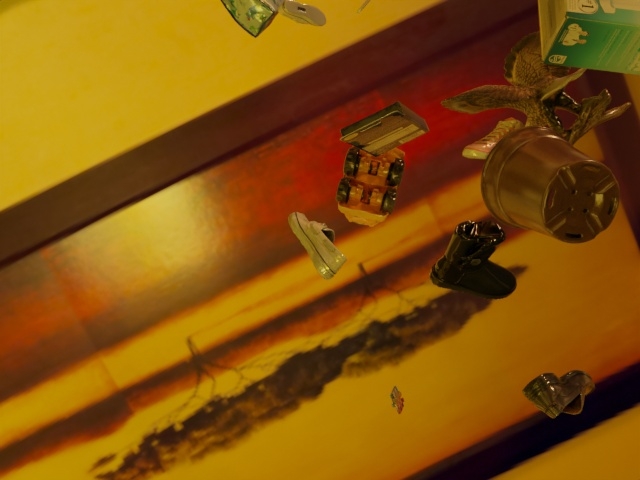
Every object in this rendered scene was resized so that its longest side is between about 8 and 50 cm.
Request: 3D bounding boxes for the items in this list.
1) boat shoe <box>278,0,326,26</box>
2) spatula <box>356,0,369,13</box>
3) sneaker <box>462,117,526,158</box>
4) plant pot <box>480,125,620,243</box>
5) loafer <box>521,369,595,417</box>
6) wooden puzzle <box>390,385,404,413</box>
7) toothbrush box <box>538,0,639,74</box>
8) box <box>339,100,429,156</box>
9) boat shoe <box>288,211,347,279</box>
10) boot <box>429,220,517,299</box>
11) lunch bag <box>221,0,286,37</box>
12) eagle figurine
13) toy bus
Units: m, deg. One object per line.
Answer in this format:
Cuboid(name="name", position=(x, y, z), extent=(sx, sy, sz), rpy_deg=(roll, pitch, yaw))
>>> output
Cuboid(name="boat shoe", position=(-0.036, -0.433, 1.727), extent=(0.100, 0.035, 0.035), rpy_deg=(8, 166, -34))
Cuboid(name="spatula", position=(0.163, -0.630, 2.099), extent=(0.168, 0.019, 0.242), rpy_deg=(-44, -172, 45))
Cuboid(name="sneaker", position=(0.282, -0.163, 1.444), extent=(0.134, 0.070, 0.051), rpy_deg=(-2, -171, -34))
Cuboid(name="plant pot", position=(0.350, -0.075, 1.350), extent=(0.167, 0.167, 0.165), rpy_deg=(-28, -158, -5))
Cuboid(name="loafer", position=(0.364, 0.233, 1.334), extent=(0.170, 0.061, 0.062), rpy_deg=(1, 136, -46))
Cuboid(name="wooden puzzle", position=(0.176, 0.364, 2.056), extent=(0.006, 0.049, 0.083), rpy_deg=(-22, -169, 21))
Cuboid(name="toothbrush box", position=(0.525, -0.400, 1.501), extent=(0.296, 0.216, 0.126), rpy_deg=(5, 154, -4))
Cuboid(name="box", position=(0.131, -0.232, 1.870), extent=(0.136, 0.036, 0.225), rpy_deg=(-24, 168, 19))
Cuboid(name="boat shoe", position=(0.000, 0.000, 2.054), extent=(0.076, 0.083, 0.226), rpy_deg=(-37, -133, 6))
Cuboid(name="boot", position=(0.415, 0.047, 2.233), extent=(0.207, 0.247, 0.094), rpy_deg=(117, -23, -48))
Cuboid(name="lunch bag", position=(-0.163, -0.539, 1.986), extent=(0.096, 0.151, 0.129), rpy_deg=(-49, -172, 26))
Cuboid(name="eagle figurine", position=(0.404, -0.283, 1.752), extent=(0.226, 0.225, 0.298), rpy_deg=(-3, -141, -48))
Cuboid(name="toy bus", position=(0.117, -0.111, 2.292), extent=(0.150, 0.211, 0.220), rpy_deg=(15, -123, 2))
